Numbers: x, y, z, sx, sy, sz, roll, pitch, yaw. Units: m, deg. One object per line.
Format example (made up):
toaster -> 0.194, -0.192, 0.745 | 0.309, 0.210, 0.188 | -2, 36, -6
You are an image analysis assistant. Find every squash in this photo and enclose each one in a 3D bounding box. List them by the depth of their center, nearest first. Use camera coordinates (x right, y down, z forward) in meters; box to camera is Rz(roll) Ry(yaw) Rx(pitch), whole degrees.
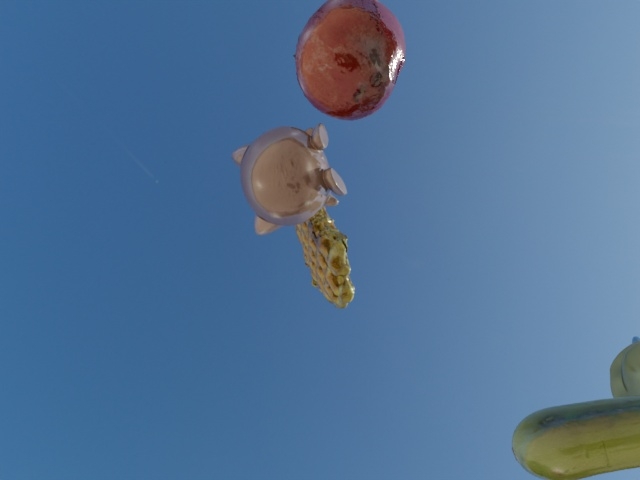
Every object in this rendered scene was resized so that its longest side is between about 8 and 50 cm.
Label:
squash -> 0.342, 0.219, 0.538 | 0.250, 0.083, 0.083 | -17, -78, 22

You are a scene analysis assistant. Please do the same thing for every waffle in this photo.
waffle -> -0.002, 0.001, 0.920 | 0.051, 0.291, 0.291 | -17, -78, -11

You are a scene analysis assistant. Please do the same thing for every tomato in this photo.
tomato -> 0.056, -0.282, 0.749 | 0.173, 0.099, 0.189 | 29, -79, -29

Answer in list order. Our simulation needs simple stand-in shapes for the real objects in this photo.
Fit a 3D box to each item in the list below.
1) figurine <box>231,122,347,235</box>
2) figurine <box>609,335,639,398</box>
figurine -> -0.042, -0.080, 0.610 | 0.138, 0.125, 0.125 | -20, -78, 27
figurine -> 0.526, 0.240, 0.703 | 0.153, 0.180, 0.262 | -10, -43, 43
